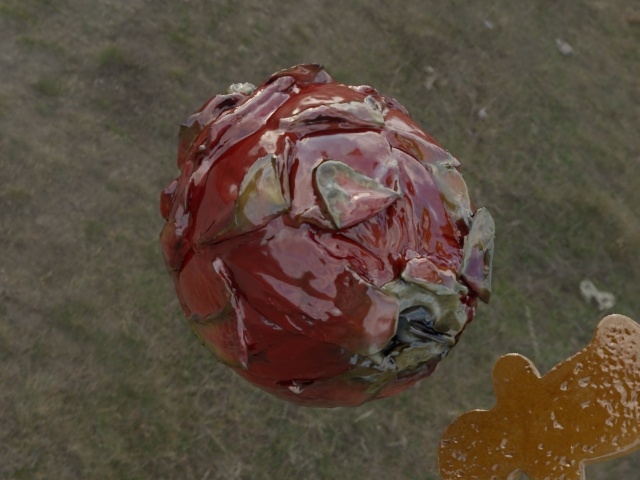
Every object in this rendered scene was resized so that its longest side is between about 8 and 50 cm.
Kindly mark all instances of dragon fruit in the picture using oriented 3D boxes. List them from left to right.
[{"bbox_3d":[0.000,0.000,0.784,0.277,0.277,0.342,5,40,-38],"label":"dragon fruit"}]

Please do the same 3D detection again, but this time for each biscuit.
[{"bbox_3d":[0.229,0.180,0.902,0.036,0.250,0.165,41,23,-50],"label":"biscuit"}]
